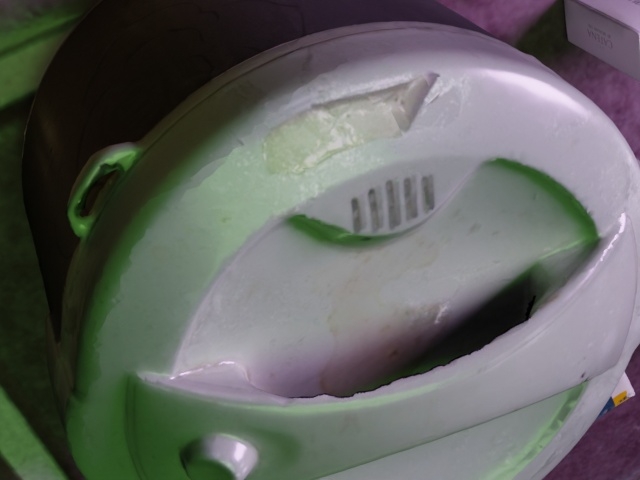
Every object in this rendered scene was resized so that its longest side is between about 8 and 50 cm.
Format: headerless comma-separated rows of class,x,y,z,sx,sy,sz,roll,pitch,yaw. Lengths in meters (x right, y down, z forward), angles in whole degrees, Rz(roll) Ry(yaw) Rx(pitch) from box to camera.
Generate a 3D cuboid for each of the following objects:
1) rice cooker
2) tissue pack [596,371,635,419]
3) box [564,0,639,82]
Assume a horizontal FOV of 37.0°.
rice cooker,0.001,0.003,0.485,0.289,0.277,0.288,-11,122,-19
tissue pack,0.208,0.123,0.784,0.083,0.042,0.062,-34,123,-3
box,0.246,-0.158,0.614,0.154,0.084,0.040,-23,123,-9
